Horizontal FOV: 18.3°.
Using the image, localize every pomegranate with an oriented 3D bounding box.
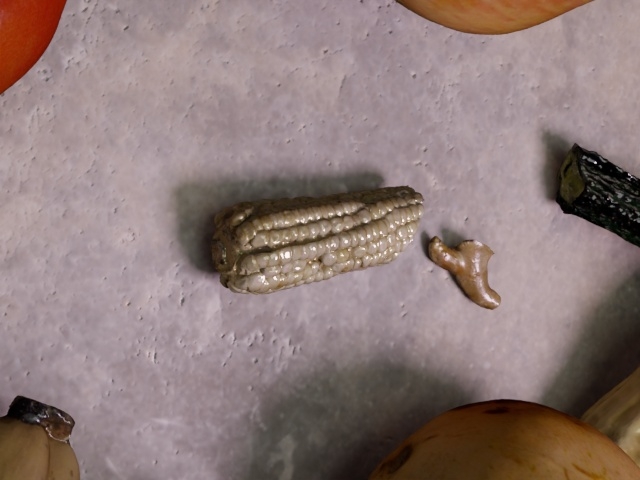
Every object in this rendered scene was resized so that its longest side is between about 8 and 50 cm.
[{"bbox_3d":[0.175,0.300,1.747,0.319,0.319,0.319,-2,93,-30],"label":"pomegranate"}]

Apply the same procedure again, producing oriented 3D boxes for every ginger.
[{"bbox_3d":[0.142,0.022,1.868,0.048,0.030,0.097,-42,112,8],"label":"ginger"}]

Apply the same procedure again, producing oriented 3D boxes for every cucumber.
[{"bbox_3d":[0.338,-0.009,1.904,0.245,0.067,0.067,28,77,0],"label":"cucumber"}]

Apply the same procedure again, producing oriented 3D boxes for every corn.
[{"bbox_3d":[0.000,0.000,1.756,0.211,0.087,0.087,-5,95,-34],"label":"corn"}]

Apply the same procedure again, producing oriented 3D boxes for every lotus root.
[{"bbox_3d":[-0.268,0.251,1.579,0.154,0.140,0.257,46,59,-55],"label":"lotus root"}]

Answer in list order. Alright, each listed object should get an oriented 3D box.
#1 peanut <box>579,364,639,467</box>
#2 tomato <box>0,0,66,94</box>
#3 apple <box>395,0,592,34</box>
[{"bbox_3d":[0.360,0.161,1.902,0.305,0.147,0.147,-46,115,3],"label":"peanut"},{"bbox_3d":[-0.302,-0.206,1.513,0.260,0.180,0.259,-3,96,-32],"label":"tomato"},{"bbox_3d":[0.159,-0.368,1.666,0.391,0.391,0.346,-39,124,-23],"label":"apple"}]
